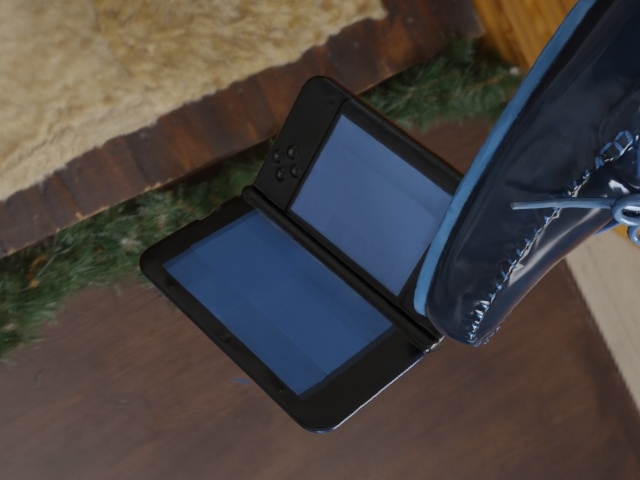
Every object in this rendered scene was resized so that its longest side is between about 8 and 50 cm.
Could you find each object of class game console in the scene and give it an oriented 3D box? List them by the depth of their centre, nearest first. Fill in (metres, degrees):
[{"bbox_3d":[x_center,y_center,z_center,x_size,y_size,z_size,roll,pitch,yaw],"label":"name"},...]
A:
[{"bbox_3d":[0.000,0.000,0.989,0.293,0.250,0.173,39,24,25],"label":"game console"}]

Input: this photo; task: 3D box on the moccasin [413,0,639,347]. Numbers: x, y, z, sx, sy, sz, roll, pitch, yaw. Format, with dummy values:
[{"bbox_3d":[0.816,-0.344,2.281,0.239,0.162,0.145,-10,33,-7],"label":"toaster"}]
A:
[{"bbox_3d":[0.174,-0.069,0.518,0.117,0.137,0.342,37,112,15],"label":"moccasin"}]
